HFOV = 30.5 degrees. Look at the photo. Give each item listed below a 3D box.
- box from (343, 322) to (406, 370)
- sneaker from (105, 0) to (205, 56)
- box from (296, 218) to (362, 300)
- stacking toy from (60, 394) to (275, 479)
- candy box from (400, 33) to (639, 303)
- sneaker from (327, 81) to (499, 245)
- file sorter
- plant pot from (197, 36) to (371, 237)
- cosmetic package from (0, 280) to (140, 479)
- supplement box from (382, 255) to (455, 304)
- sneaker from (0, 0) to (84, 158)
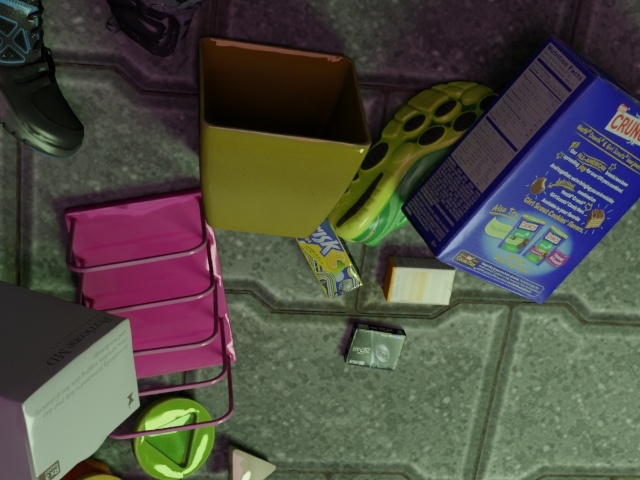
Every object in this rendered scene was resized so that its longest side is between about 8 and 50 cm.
[{"bbox_3d":[0.084,0.165,1.815,0.083,0.018,0.067,11,115,-14],"label":"box"},{"bbox_3d":[-0.155,-0.313,1.470,0.268,0.101,0.153,5,124,11],"label":"sneaker"},{"bbox_3d":[0.000,0.000,1.697,0.059,0.054,0.169,-25,117,5],"label":"box"},{"bbox_3d":[-0.253,0.389,1.861,0.309,0.130,0.279,41,79,-27],"label":"stacking toy"},{"bbox_3d":[0.310,-0.089,1.611,0.268,0.122,0.317,23,115,-45],"label":"candy box"},{"bbox_3d":[0.136,-0.108,1.650,0.295,0.109,0.123,-42,144,8],"label":"sneaker"},{"bbox_3d":[-0.233,0.106,1.644,0.202,0.182,0.291,-9,118,-4],"label":"file sorter"},{"bbox_3d":[-0.069,-0.123,1.548,0.212,0.212,0.187,7,128,-12],"label":"plant pot"},{"bbox_3d":[-0.452,0.165,1.523,0.385,0.217,0.156,11,122,25],"label":"cosmetic package"},{"bbox_3d":[0.148,0.060,1.760,0.098,0.036,0.062,4,116,-10],"label":"supplement box"},{"bbox_3d":[-0.388,-0.251,1.469,0.139,0.125,0.341,-33,119,3],"label":"sneaker"}]
